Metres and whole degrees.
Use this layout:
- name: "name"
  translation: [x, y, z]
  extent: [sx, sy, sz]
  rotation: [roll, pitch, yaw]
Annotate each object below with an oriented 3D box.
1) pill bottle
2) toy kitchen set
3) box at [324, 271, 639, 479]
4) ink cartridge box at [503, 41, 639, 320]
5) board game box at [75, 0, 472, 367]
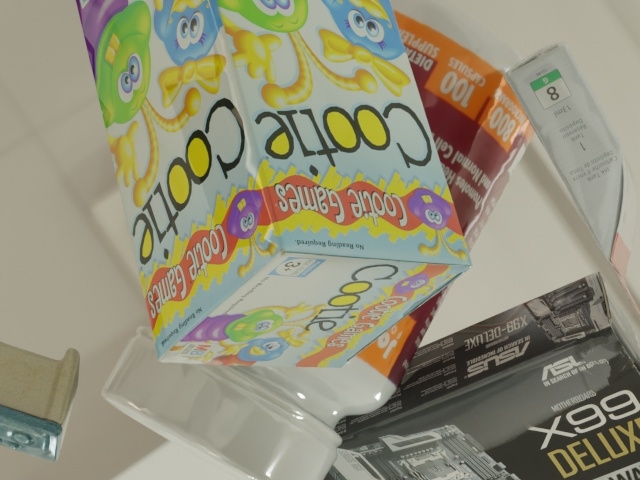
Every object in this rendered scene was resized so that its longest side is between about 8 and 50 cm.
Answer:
- name: "pill bottle"
  translation: [0.000, 0.000, 1.500]
  extent: [0.392, 0.224, 0.224]
  rotation: [-61, -178, -9]
- name: "toy kitchen set"
  translation: [-0.258, 0.146, 1.254]
  extent: [0.207, 0.166, 0.122]
  rotation: [108, 1, -58]
- name: "box"
  translation: [0.158, 0.185, 1.608]
  extent: [0.307, 0.242, 0.076]
  rotation: [-24, -145, 17]
- name: "ink cartridge box"
  translation: [0.211, -0.021, 1.316]
  extent: [0.056, 0.225, 0.181]
  rotation: [-31, 170, 8]
- name: "board game box"
  translation: [-0.037, -0.076, 1.149]
  extent: [0.142, 0.275, 0.144]
  rotation: [4, 149, -37]
